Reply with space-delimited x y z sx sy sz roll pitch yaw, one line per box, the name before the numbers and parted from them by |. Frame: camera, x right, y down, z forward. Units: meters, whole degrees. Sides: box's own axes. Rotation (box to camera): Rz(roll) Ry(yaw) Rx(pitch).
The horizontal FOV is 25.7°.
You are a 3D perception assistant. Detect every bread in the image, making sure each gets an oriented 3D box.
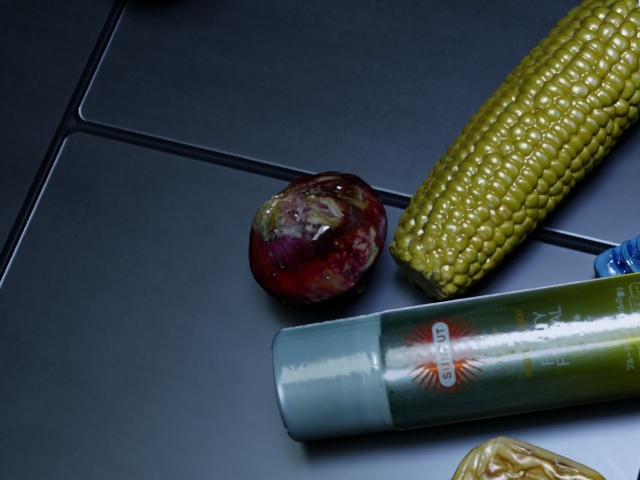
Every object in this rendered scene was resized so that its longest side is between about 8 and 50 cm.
bread | 0.134 0.176 0.907 0.111 0.044 0.083 17 74 19

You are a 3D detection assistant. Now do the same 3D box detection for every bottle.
bottle | 0.113 0.077 0.935 0.286 0.082 0.082 -9 64 7

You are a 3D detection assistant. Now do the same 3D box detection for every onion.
onion | 0.000 0.000 0.990 0.107 0.097 0.107 -30 27 17

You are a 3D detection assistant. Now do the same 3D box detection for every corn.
corn | 0.150 -0.069 0.991 0.091 0.091 0.260 35 77 31

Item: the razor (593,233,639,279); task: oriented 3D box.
razor | 0.307 -0.025 0.968 0.253 0.042 0.082 -24 65 0
